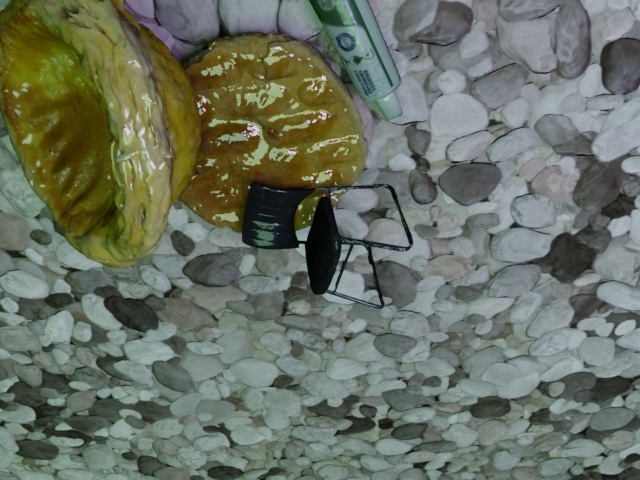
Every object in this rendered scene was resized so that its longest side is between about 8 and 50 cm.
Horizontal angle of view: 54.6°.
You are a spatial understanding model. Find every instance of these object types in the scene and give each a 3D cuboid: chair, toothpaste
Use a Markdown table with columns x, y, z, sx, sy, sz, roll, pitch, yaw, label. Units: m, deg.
| x | y | z | sx | sy | sz | roll | pitch | yaw | label |
| --- | --- | --- | --- | --- | --- | --- | --- | --- | --- |
| 0.000 | 0.000 | 0.921 | 0.221 | 0.145 | 0.140 | 6 | 132 | -15 | chair |
| 0.019 | -0.318 | 0.806 | 0.099 | 0.061 | 0.392 | -9 | 129 | 33 | toothpaste |

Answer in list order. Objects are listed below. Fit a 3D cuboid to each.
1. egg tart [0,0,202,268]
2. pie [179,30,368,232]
| x | y | z | sx | sy | sz | roll | pitch | yaw | label |
| --- | --- | --- | --- | --- | --- | --- | --- | --- | --- |
| -0.281 | -0.153 | 0.811 | 0.169 | 0.388 | 0.387 | -22 | 144 | -42 | egg tart |
| -0.092 | -0.147 | 0.930 | 0.340 | 0.083 | 0.339 | -1 | 130 | -2 | pie |
